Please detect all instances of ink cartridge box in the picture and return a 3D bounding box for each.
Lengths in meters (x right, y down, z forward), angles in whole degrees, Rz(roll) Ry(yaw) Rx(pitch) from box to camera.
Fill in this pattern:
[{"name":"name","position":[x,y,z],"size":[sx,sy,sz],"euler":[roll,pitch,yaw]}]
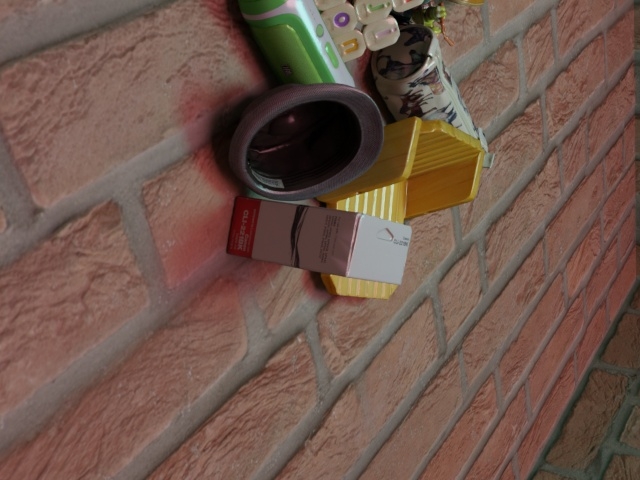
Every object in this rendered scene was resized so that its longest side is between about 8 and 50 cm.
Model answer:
[{"name":"ink cartridge box","position":[0.000,0.000,1.445],"size":[0.197,0.272,0.114],"euler":[12,88,-55]}]

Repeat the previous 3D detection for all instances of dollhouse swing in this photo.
[{"name":"dollhouse swing","position":[0.186,-0.051,1.707],"size":[0.347,0.315,0.305],"euler":[12,67,-56]}]

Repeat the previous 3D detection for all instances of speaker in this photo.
[{"name":"speaker","position":[-0.038,-0.350,1.442],"size":[0.131,0.131,0.296],"euler":[-61,140,-26]}]

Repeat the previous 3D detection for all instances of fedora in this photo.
[{"name":"fedora","position":[-0.037,-0.196,1.413],"size":[0.275,0.124,0.244],"euler":[-24,136,0]}]

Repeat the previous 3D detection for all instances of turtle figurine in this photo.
[{"name":"turtle figurine","position":[0.233,-0.545,1.802],"size":[0.269,0.087,0.217],"euler":[-77,153,-73]}]

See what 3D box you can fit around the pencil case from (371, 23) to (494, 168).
[{"name":"pencil case","position":[0.261,-0.309,1.828],"size":[0.410,0.183,0.160],"euler":[49,48,-47]}]

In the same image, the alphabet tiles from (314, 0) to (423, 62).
[{"name":"alphabet tiles","position":[0.048,-0.475,1.470],"size":[0.021,0.278,0.284],"euler":[-106,174,-53]}]

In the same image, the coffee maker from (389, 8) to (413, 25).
[{"name":"coffee maker","position":[0.145,-0.562,1.688],"size":[0.171,0.120,0.178],"euler":[-23,119,-77]}]

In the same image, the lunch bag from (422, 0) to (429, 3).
[{"name":"lunch bag","position":[0.203,-0.627,1.542],"size":[0.223,0.160,0.262],"euler":[42,46,-16]}]

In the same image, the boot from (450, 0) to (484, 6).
[{"name":"boot","position":[0.404,-0.705,1.956],"size":[0.295,0.104,0.211],"euler":[-40,151,-49]}]
